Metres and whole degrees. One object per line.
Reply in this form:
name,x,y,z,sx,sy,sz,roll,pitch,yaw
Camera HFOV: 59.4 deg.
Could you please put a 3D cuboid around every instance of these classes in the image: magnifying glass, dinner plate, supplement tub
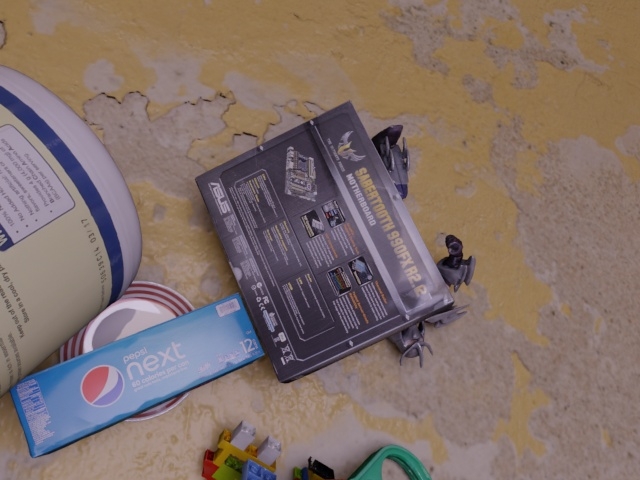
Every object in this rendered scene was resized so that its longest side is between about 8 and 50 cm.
magnifying glass,0.041,0.239,0.529,0.231,0.026,0.092,20,39,-43
dinner plate,-0.187,0.111,0.571,0.141,0.017,0.141,6,69,-15
supplement tub,-0.317,0.035,0.393,0.235,0.235,0.325,42,45,0

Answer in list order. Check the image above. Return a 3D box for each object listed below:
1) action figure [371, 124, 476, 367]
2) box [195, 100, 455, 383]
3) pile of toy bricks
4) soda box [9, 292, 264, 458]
action figure,0.078,0.006,0.651,0.185,0.099,0.285,-7,77,-25
box,0.000,0.000,0.568,0.183,0.056,0.231,-26,76,3
pile of toy bricks,-0.027,0.281,0.529,0.212,0.118,0.105,36,103,-14
soda box,-0.165,0.123,0.526,0.210,0.071,0.067,-20,79,-22
